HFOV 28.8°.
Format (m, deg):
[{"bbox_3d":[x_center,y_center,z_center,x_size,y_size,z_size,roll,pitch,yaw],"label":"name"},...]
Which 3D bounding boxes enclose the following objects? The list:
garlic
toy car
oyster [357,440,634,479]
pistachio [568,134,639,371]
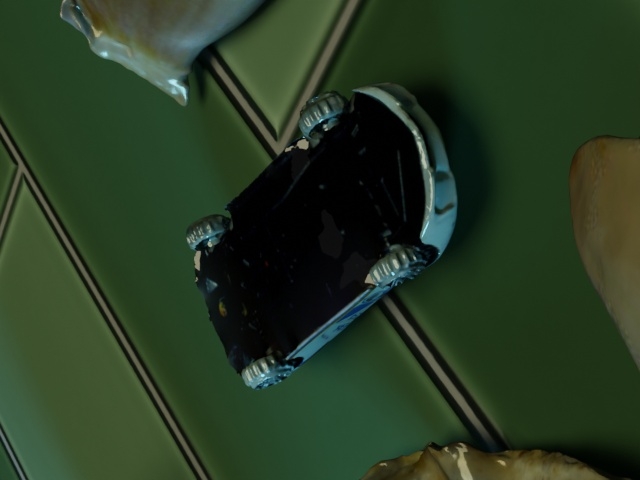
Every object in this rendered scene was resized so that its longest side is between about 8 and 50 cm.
[{"bbox_3d":[-0.056,-0.196,0.622,0.266,0.148,0.129,-25,42,55],"label":"garlic"},{"bbox_3d":[0.000,0.000,0.618,0.205,0.056,0.095,-41,66,43],"label":"toy car"},{"bbox_3d":[0.103,0.150,0.518,0.294,0.094,0.166,25,99,56],"label":"oyster"},{"bbox_3d":[0.164,0.027,0.367,0.215,0.143,0.144,52,135,44],"label":"pistachio"}]
